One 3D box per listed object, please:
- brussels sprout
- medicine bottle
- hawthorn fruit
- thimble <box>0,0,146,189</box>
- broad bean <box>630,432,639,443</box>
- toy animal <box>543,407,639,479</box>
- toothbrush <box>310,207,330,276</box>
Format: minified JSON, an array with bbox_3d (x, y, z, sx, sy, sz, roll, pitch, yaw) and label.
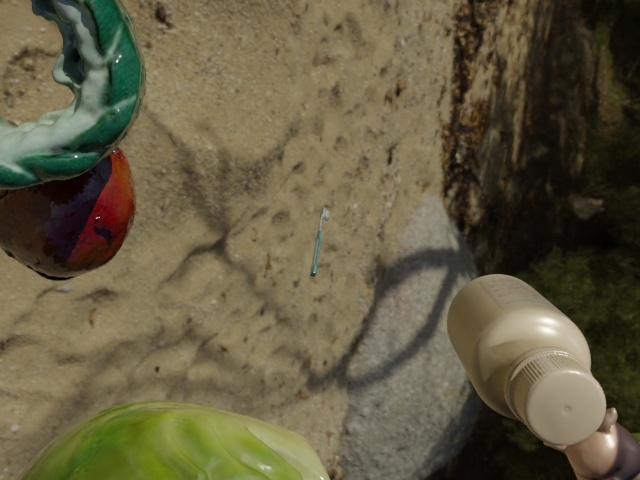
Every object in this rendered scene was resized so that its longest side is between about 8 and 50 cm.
[{"bbox_3d":[-0.079,0.157,0.321,0.181,0.161,0.143,-27,126,-20],"label":"brussels sprout"},{"bbox_3d":[0.196,0.111,0.635,0.252,0.114,0.114,-77,177,-81],"label":"medicine bottle"},{"bbox_3d":[-0.329,-0.066,0.866,0.235,0.181,0.181,-57,165,10],"label":"hawthorn fruit"},{"bbox_3d":[-0.322,-0.196,0.673,0.288,0.254,0.167,64,-6,-19],"label":"thimble"},{"bbox_3d":[0.443,0.272,0.824,0.067,0.075,0.325,-43,171,-31],"label":"broad bean"},{"bbox_3d":[0.320,0.242,0.733,0.083,0.089,0.150,-48,132,-1],"label":"toy animal"},{"bbox_3d":[0.000,0.000,0.932,0.011,0.014,0.167,-57,-167,32],"label":"toothbrush"}]
